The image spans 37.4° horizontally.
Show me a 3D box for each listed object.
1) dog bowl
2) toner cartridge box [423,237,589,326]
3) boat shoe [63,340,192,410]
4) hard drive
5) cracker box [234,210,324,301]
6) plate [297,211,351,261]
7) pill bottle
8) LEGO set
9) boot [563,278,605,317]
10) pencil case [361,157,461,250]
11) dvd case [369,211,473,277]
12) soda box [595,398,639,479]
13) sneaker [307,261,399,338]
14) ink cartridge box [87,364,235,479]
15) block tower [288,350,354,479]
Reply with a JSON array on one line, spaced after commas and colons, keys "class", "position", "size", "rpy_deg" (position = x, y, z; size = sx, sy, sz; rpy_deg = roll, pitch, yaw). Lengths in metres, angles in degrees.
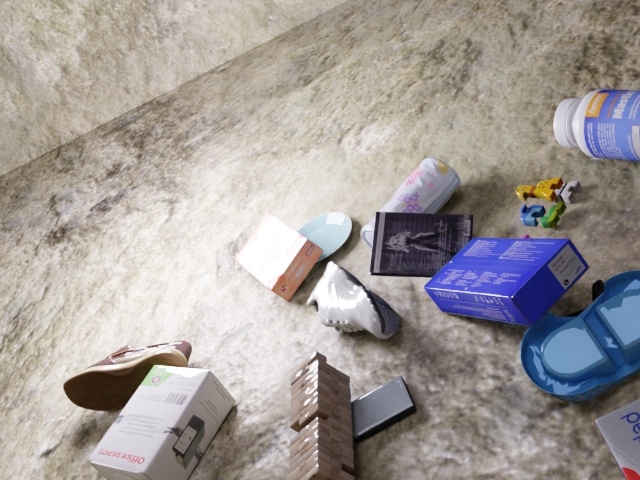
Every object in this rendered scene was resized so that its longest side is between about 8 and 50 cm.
[{"class": "dog bowl", "position": [0.499, 0.175, 1.662], "size": [0.297, 0.074, 0.166], "rpy_deg": [-31, 50, 6]}, {"class": "toner cartridge box", "position": [0.352, 0.074, 1.851], "size": [0.165, 0.075, 0.348], "rpy_deg": [-41, 14, -15]}, {"class": "boat shoe", "position": [-0.468, 0.319, 2.324], "size": [0.342, 0.123, 0.123], "rpy_deg": [-21, 21, 19]}, {"class": "hard drive", "position": [0.116, 0.332, 1.870], "size": [0.135, 0.022, 0.094], "rpy_deg": [-30, 32, 6]}, {"class": "cracker box", "position": [-0.107, 0.036, 2.375], "size": [0.156, 0.067, 0.232], "rpy_deg": [-55, 35, -1]}, {"class": "plate", "position": [0.000, 0.000, 2.407], "size": [0.188, 0.024, 0.188], "rpy_deg": [-22, 34, 16]}, {"class": "pill bottle", "position": [0.649, -0.251, 2.050], "size": [0.272, 0.152, 0.152], "rpy_deg": [11, 53, 47]}, {"class": "LEGO set", "position": [0.463, -0.071, 2.038], "size": [0.093, 0.087, 0.227], "rpy_deg": [5, 48, 44]}, {"class": "boot", "position": [0.504, 0.134, 1.773], "size": [0.099, 0.045, 0.121], "rpy_deg": [-26, 37, 10]}, {"class": "pencil case", "position": [0.215, -0.074, 2.230], "size": [0.273, 0.113, 0.124], "rpy_deg": [-49, 22, -24]}, {"class": "dvd case", "position": [0.224, 0.010, 2.094], "size": [0.221, 0.018, 0.165], "rpy_deg": [2, 57, 9]}, {"class": "soda box", "position": [0.517, 0.369, 1.407], "size": [0.098, 0.091, 0.286], "rpy_deg": [-28, 33, 9]}, {"class": "sneaker", "position": [0.071, 0.157, 2.090], "size": [0.129, 0.111, 0.297], "rpy_deg": [-52, 30, 0]}, {"class": "ink cartridge box", "position": [-0.346, 0.417, 2.076], "size": [0.198, 0.115, 0.273], "rpy_deg": [-1, 44, 41]}, {"class": "block tower", "position": [0.001, 0.369, 1.827], "size": [0.091, 0.097, 0.335], "rpy_deg": [-45, 26, 26]}]
